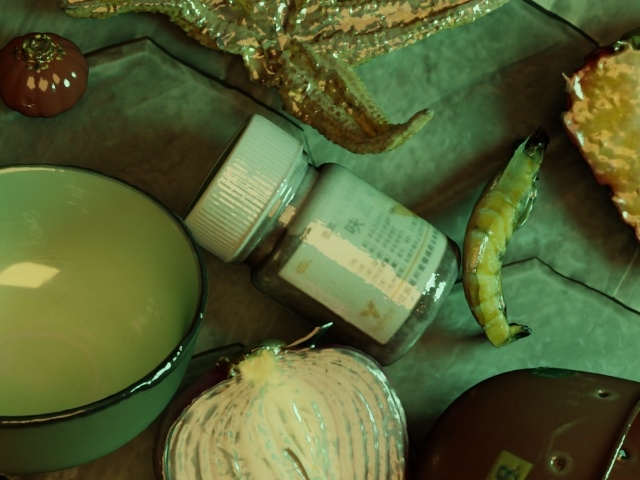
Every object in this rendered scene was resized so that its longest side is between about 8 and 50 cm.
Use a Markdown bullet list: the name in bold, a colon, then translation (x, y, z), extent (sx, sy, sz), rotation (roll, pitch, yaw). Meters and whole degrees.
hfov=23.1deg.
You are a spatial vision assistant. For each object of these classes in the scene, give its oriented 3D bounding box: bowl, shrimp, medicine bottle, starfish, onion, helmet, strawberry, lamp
- **bowl**: translation (-0.289, 0.104, 1.578), extent (0.354, 0.354, 0.185), rotation (-5, 135, -9)
- **shrimp**: translation (0.216, 0.005, 1.745), extent (0.051, 0.198, 0.262), rotation (5, 45, 25)
- **medicine bottle**: translation (0.000, 0.000, 1.665), extent (0.273, 0.165, 0.165), rotation (35, 85, -9)
- **starfish**: translation (-0.007, -0.251, 1.677), extent (0.398, 0.132, 0.384), rotation (43, 84, 18)
- **onion**: translation (-0.026, 0.274, 1.652), extent (0.267, 0.159, 0.348), rotation (-18, 91, -9)
- **helmet**: translation (0.206, 0.286, 1.655), extent (0.230, 0.337, 0.385), rotation (24, 99, 23)
- **strawberry**: translation (0.422, -0.129, 1.746), extent (0.253, 0.150, 0.280), rotation (-31, 98, 13)
- **lamp**: translation (-0.295, -0.176, 1.656), extent (0.101, 0.090, 0.101), rotation (3, 57, -4)
